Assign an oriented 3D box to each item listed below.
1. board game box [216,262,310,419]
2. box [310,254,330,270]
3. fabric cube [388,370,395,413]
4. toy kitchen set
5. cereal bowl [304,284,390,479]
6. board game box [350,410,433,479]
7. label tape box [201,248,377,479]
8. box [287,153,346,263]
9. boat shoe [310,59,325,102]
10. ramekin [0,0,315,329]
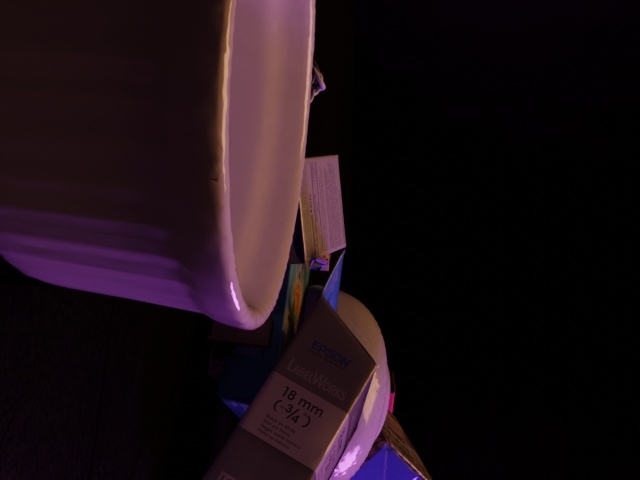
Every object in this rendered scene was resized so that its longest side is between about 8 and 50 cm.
[{"bbox_3d":[-0.070,0.090,1.150,0.254,0.079,0.336,83,13,-69],"label":"board game box"},{"bbox_3d":[0.000,0.000,2.024,0.059,0.054,0.169,-79,173,-47],"label":"box"},{"bbox_3d":[0.057,0.478,2.027,0.259,0.254,0.258,-32,127,-84],"label":"fabric cube"},{"bbox_3d":[-0.093,0.134,0.934,0.083,0.075,0.068,73,24,-67],"label":"toy kitchen set"},{"bbox_3d":[0.018,0.250,1.267,0.339,0.141,0.339,-166,-90,-73],"label":"cereal bowl"},{"bbox_3d":[0.045,0.414,1.404,0.232,0.141,0.291,-43,-164,1],"label":"board game box"},{"bbox_3d":[-0.013,0.213,0.935,0.333,0.106,0.240,-57,166,-27],"label":"label tape box"},{"bbox_3d":[-0.028,-0.041,0.977,0.137,0.072,0.126,-19,105,-66],"label":"box"},{"bbox_3d":[-0.045,-0.195,1.001,0.319,0.099,0.116,80,16,-73],"label":"boat shoe"},{"bbox_3d":[-0.085,-0.094,0.431,0.277,0.135,0.277,5,90,-85],"label":"ramekin"}]
